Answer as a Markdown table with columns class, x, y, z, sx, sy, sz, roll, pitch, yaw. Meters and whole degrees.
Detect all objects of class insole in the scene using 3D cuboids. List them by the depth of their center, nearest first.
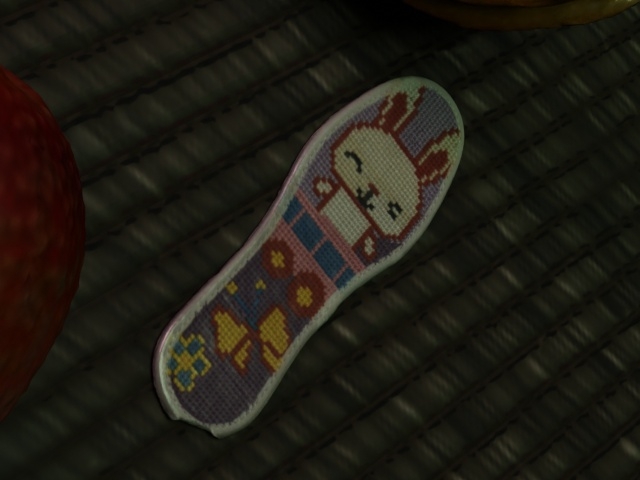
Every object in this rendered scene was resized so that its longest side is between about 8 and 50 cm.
| class | x | y | z | sx | sy | sz | roll | pitch | yaw |
| --- | --- | --- | --- | --- | --- | --- | --- | --- | --- |
| insole | 0.000 | 0.000 | 0.621 | 0.197 | 0.004 | 0.065 | -48 | 112 | -31 |

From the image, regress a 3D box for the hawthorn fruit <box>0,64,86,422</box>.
| class | x | y | z | sx | sy | sz | roll | pitch | yaw |
| --- | --- | --- | --- | --- | --- | --- | --- | --- | --- |
| hawthorn fruit | -0.157 | 0.028 | 0.427 | 0.163 | 0.162 | 0.203 | 24 | 88 | -32 |

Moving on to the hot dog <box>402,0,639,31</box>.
| class | x | y | z | sx | sy | sz | roll | pitch | yaw |
| --- | --- | --- | --- | --- | --- | --- | --- | --- | --- |
| hot dog | 0.039 | -0.198 | 0.613 | 0.259 | 0.114 | 0.175 | 54 | 52 | -21 |
